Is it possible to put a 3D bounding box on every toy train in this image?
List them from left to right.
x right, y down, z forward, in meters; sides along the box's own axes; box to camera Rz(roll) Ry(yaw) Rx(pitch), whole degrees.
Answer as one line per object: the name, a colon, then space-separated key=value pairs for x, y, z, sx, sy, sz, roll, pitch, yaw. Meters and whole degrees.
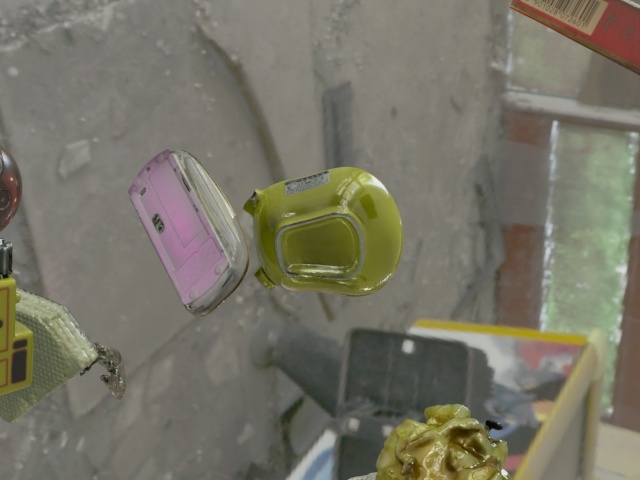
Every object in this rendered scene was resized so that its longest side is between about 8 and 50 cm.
toy train: x=-0.327 y=0.072 z=0.857 sx=0.127 sy=0.089 sz=0.219 roll=-12 pitch=114 yaw=-48

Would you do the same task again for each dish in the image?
dish: x=0.000 y=0.000 z=1.535 sx=0.108 sy=0.263 sz=0.221 roll=-58 pitch=143 yaw=-75

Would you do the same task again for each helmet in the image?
helmet: x=-0.653 y=-0.092 z=1.744 sx=0.193 sy=0.189 sz=0.216 roll=36 pitch=78 yaw=-57

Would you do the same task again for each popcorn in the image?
popcorn: x=0.166 y=0.303 z=1.153 sx=0.169 sy=0.218 sz=0.189 roll=-39 pitch=133 yaw=-25

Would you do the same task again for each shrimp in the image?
shrimp: x=-0.486 y=0.298 z=2.176 sx=0.223 sy=0.048 sz=0.126 roll=72 pitch=3 yaw=-69

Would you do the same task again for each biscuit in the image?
biscuit: x=-0.413 y=0.154 z=1.300 sx=0.150 sy=0.252 sz=0.052 roll=55 pitch=40 yaw=-2

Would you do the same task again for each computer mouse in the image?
computer mouse: x=-0.219 y=-0.015 z=1.587 sx=0.158 sy=0.310 sz=0.072 roll=-44 pitch=148 yaw=19

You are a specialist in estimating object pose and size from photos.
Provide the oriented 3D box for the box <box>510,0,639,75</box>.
box: x=0.452 y=-0.298 z=1.377 sx=0.197 sy=0.313 sz=0.089 roll=-10 pitch=131 yaw=-63

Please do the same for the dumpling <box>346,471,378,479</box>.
dumpling: x=0.151 y=0.505 z=1.521 sx=0.341 sy=0.260 sz=0.181 roll=64 pitch=23 yaw=4
